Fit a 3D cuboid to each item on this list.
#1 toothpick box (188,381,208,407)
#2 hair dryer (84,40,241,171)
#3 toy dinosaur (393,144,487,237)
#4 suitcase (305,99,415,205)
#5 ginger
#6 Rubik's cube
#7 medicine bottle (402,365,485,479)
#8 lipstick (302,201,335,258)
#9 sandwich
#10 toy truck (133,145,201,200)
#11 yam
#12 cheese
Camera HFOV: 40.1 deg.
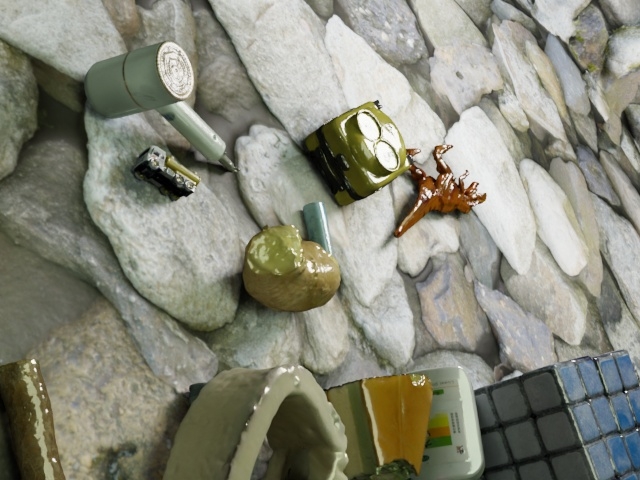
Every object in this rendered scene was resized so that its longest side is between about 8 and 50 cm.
[{"bbox_3d":[-0.194,0.284,1.470,0.052,0.052,0.083,16,59,-41],"label":"toothpick box"},{"bbox_3d":[-0.261,-0.216,1.627,0.357,0.173,0.107,47,44,-47],"label":"hair dryer"},{"bbox_3d":[0.268,-0.136,2.160,0.432,0.097,0.208,-14,90,-46],"label":"toy dinosaur"},{"bbox_3d":[0.097,-0.204,1.970,0.235,0.143,0.194,-35,96,-49],"label":"suitcase"},{"bbox_3d":[-0.054,0.062,1.674,0.138,0.152,0.267,51,15,27],"label":"ginger"},{"bbox_3d":[0.501,0.448,1.897,0.337,0.344,0.344,-1,69,-47],"label":"Rubik's cube"},{"bbox_3d":[0.247,0.412,1.784,0.111,0.161,0.296,53,30,-64],"label":"medicine bottle"},{"bbox_3d":[0.000,0.000,1.833,0.048,0.048,0.158,6,66,-45],"label":"lipstick"},{"bbox_3d":[0.120,0.368,1.682,0.227,0.155,0.198,4,69,-46],"label":"sandwich"},{"bbox_3d":[-0.278,-0.123,1.602,0.123,0.052,0.063,34,44,-31],"label":"toy truck"},{"bbox_3d":[-0.395,0.312,1.237,0.066,0.066,0.299,-6,76,-48],"label":"yam"},{"bbox_3d":[-0.093,0.371,1.408,0.292,0.153,0.332,45,52,-38],"label":"cheese"}]
